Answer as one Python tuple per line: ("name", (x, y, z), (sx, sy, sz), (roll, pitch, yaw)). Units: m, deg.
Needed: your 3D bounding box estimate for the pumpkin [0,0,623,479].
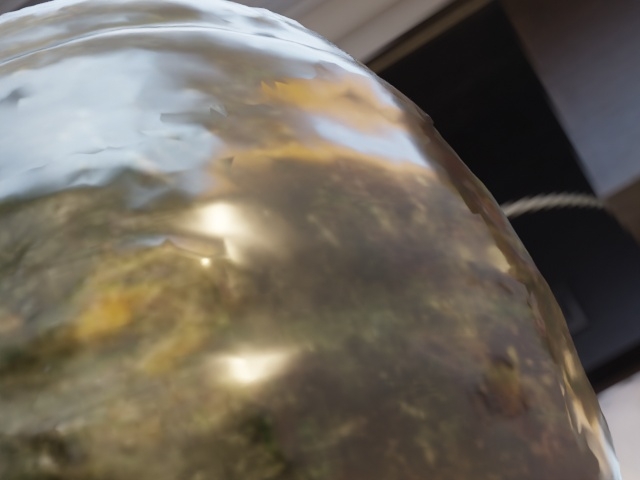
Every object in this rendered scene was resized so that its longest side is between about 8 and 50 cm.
("pumpkin", (-0.073, 0.120, 0.665), (0.454, 0.344, 0.454), (165, -90, -73))
